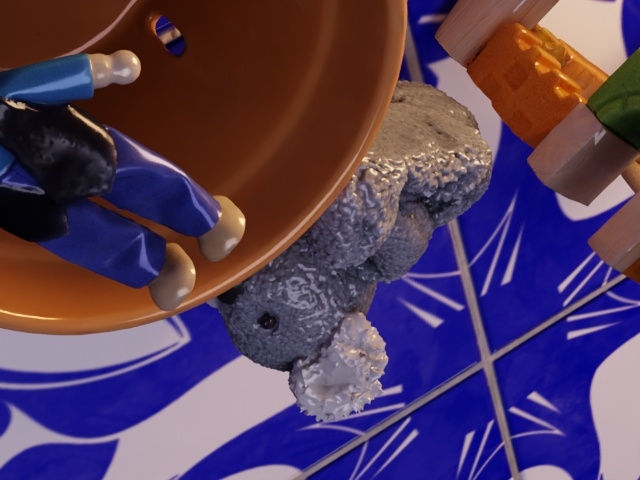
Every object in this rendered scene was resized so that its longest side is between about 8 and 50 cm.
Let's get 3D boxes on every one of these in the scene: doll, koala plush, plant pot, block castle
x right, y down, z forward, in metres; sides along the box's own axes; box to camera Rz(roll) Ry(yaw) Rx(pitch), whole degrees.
[{"bbox_3d":[-0.121,-0.034,0.624,0.189,0.046,0.129,28,115,-39],"label":"doll"},{"bbox_3d":[0.000,0.000,0.945,0.203,0.196,0.221,-6,125,-44],"label":"koala plush"},{"bbox_3d":[-0.130,-0.124,0.727,0.291,0.203,0.291,-20,135,-22],"label":"plant pot"},{"bbox_3d":[0.309,-0.048,0.926,0.213,0.453,0.303,-46,137,19],"label":"block castle"}]
